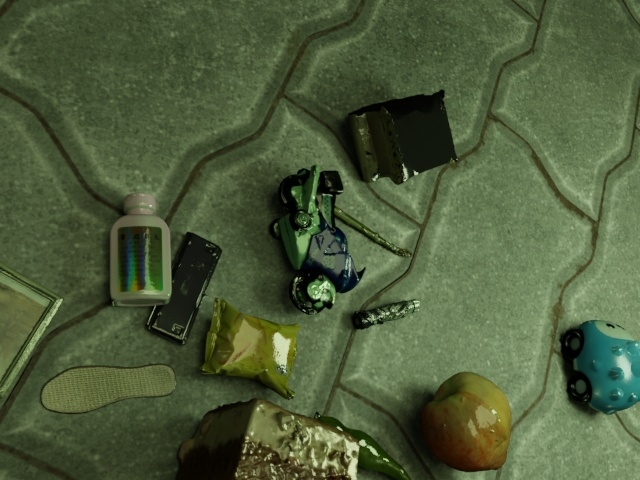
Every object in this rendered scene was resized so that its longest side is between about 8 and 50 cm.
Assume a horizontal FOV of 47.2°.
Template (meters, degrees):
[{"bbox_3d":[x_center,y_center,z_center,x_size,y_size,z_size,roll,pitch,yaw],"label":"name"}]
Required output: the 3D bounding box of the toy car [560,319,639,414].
[{"bbox_3d":[0.780,0.331,1.961,0.188,0.190,0.255,12,64,-27],"label":"toy car"}]

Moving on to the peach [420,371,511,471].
[{"bbox_3d":[0.342,0.419,1.643,0.232,0.232,0.232,12,66,-28],"label":"peach"}]

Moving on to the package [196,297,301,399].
[{"bbox_3d":[-0.136,0.220,1.483,0.226,0.090,0.168,19,65,-28],"label":"package"}]

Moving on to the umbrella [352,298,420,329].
[{"bbox_3d":[0.160,0.172,1.714,0.188,0.050,0.046,-9,99,-34],"label":"umbrella"}]

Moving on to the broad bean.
[{"bbox_3d":[0.098,0.469,1.560,0.318,0.056,0.098,48,54,-11],"label":"broad bean"}]

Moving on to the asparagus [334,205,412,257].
[{"bbox_3d":[0.126,-0.016,1.779,0.248,0.025,0.024,31,16,-19],"label":"asparagus"}]

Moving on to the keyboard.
[{"bbox_3d":[-0.272,0.095,1.485,0.093,0.025,0.230,29,59,-18],"label":"keyboard"}]

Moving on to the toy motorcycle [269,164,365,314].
[{"bbox_3d":[0.000,0.000,1.640,0.196,0.125,0.331,1,75,-34],"label":"toy motorcycle"}]

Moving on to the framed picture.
[{"bbox_3d":[-0.615,0.118,1.266,0.274,0.017,0.217,33,59,-19],"label":"framed picture"}]

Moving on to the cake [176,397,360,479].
[{"bbox_3d":[-0.108,0.451,1.299,0.255,0.282,0.290,29,57,-24],"label":"cake"}]

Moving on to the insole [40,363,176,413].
[{"bbox_3d":[-0.387,0.268,1.359,0.253,0.005,0.086,-2,74,-33],"label":"insole"}]

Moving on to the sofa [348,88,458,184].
[{"bbox_3d":[0.199,-0.258,1.858,0.258,0.182,0.200,-23,103,-36],"label":"sofa"}]

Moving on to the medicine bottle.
[{"bbox_3d":[-0.351,0.017,1.427,0.115,0.078,0.219,-1,71,-13],"label":"medicine bottle"}]
